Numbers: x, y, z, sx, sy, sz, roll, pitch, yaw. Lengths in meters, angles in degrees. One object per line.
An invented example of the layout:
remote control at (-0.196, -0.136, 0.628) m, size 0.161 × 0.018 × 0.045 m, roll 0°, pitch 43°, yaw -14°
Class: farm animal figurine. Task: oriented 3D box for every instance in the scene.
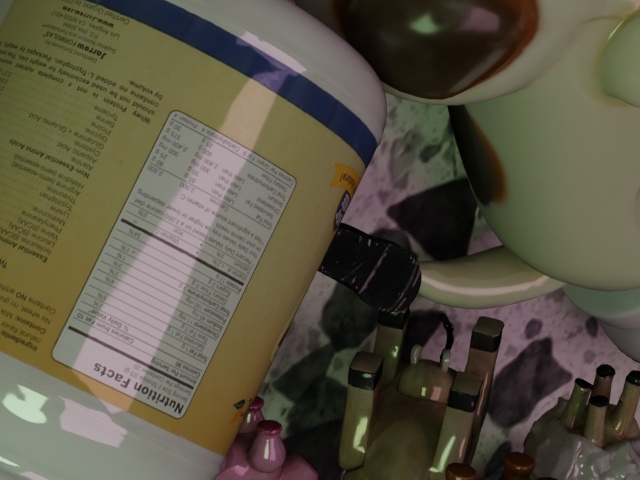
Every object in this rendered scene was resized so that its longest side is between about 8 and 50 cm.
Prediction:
farm animal figurine at (0.023, 0.159, 1.154) m, size 0.327 × 0.330 × 0.172 m, roll -28°, pitch 133°, yaw -54°

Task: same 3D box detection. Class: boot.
boot at (0.000, 0.001, 1.152) m, size 0.121 × 0.099 × 0.045 m, roll 26°, pitch 92°, yaw -44°

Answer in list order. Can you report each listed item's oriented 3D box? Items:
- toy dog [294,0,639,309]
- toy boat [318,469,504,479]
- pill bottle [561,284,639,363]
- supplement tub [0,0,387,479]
toy dog at (0.144, -0.151, 1.116) m, size 0.395 × 0.284 × 0.408 m, roll -32°, pitch 140°, yaw 24°
toy boat at (0.088, 0.259, 1.334) m, size 0.318 × 0.148 × 0.267 m, roll 27°, pitch 98°, yaw -50°
pill bottle at (0.317, 0.039, 1.381) m, size 0.278 × 0.162 × 0.162 m, roll 26°, pitch 93°, yaw -42°
supplement tub at (-0.124, 0.010, 0.947) m, size 0.228 × 0.228 × 0.316 m, roll 33°, pitch 81°, yaw -43°
